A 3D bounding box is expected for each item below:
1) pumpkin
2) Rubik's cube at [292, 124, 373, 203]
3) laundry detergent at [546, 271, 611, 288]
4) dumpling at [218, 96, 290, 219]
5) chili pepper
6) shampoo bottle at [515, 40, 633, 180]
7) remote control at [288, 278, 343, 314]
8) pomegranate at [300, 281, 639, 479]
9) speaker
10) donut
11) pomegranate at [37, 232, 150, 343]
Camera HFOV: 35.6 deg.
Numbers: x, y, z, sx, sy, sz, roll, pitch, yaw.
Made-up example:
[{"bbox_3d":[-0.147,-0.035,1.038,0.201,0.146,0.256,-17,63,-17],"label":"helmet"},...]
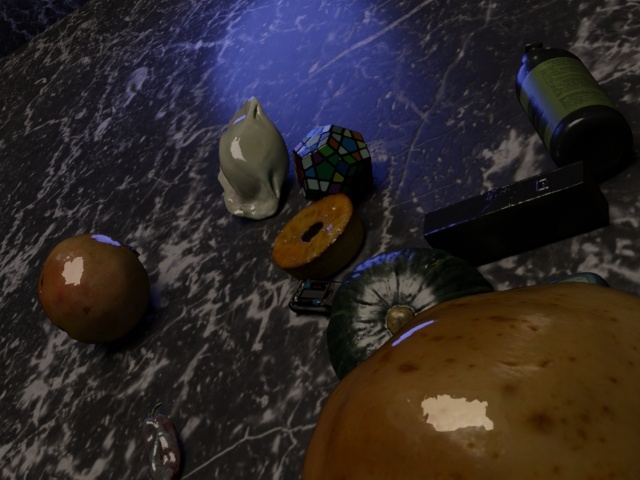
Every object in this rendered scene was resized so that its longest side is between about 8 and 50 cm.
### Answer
[{"bbox_3d":[0.110,0.110,1.151,0.211,0.152,0.212,-8,72,25],"label":"pumpkin"},{"bbox_3d":[0.019,-0.117,1.557,0.112,0.133,0.133,-53,17,45],"label":"Rubik's cube"},{"bbox_3d":[0.263,0.131,1.048,0.096,0.061,0.206,-16,40,31],"label":"laundry detergent"},{"bbox_3d":[-0.130,-0.131,1.735,0.151,0.124,0.229,-33,55,38],"label":"dumpling"},{"bbox_3d":[-0.219,0.294,1.386,0.050,0.041,0.153,-50,44,25],"label":"chili pepper"},{"bbox_3d":[0.322,-0.191,1.336,0.101,0.101,0.284,-32,33,15],"label":"shampoo bottle"},{"bbox_3d":[0.037,0.080,1.381,0.212,0.028,0.059,-1,49,46],"label":"remote control"},{"bbox_3d":[0.187,0.216,0.756,0.410,0.410,0.410,-28,34,21],"label":"pomegranate"},{"bbox_3d":[0.242,-0.025,1.244,0.218,0.082,0.044,-18,38,30],"label":"speaker"},{"bbox_3d":[0.000,0.000,1.490,0.151,0.058,0.152,-29,33,21],"label":"donut"},{"bbox_3d":[-0.380,0.079,1.682,0.191,0.191,0.191,-28,34,21],"label":"pomegranate"}]
